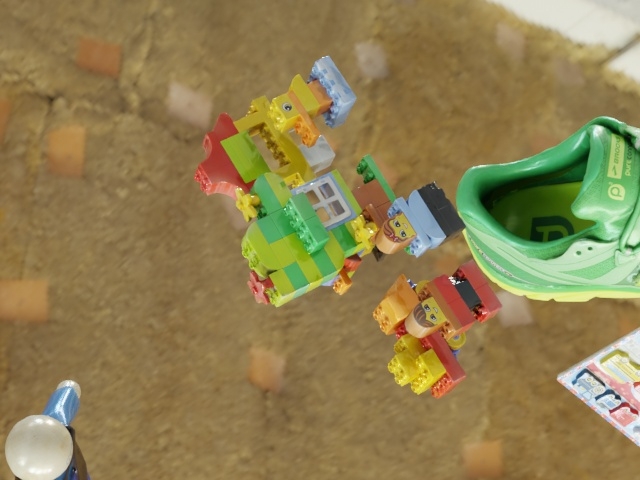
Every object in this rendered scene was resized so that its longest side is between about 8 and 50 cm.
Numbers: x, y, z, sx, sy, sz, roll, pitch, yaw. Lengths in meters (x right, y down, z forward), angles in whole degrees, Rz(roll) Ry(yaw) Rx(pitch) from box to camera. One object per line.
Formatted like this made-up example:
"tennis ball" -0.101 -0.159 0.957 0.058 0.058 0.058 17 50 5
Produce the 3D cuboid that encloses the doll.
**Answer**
"doll" -0.160 0.146 0.899 0.046 0.189 0.129 9 -115 4

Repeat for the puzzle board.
"puzzle board" 0.262 0.120 1.170 0.128 0.096 0.011 38 -145 -25

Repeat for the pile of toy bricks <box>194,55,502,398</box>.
"pile of toy bricks" 0.000 0.000 0.850 0.105 0.118 0.212 -26 -105 -23

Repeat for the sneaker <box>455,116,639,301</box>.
"sneaker" 0.222 -0.018 0.981 0.123 0.295 0.109 40 -130 -50
